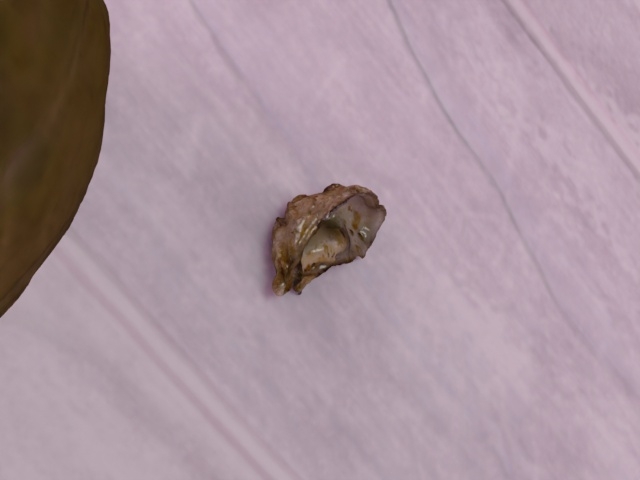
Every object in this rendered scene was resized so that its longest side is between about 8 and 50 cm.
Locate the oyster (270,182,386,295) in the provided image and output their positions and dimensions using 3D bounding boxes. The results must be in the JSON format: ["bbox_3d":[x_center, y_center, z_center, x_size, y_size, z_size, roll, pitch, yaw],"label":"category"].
[{"bbox_3d":[0.000,0.000,0.857,0.083,0.038,0.081,26,87,-60],"label":"oyster"}]

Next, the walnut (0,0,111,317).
[{"bbox_3d":[-0.234,-0.068,0.545,0.253,0.282,0.277,82,29,-43],"label":"walnut"}]
